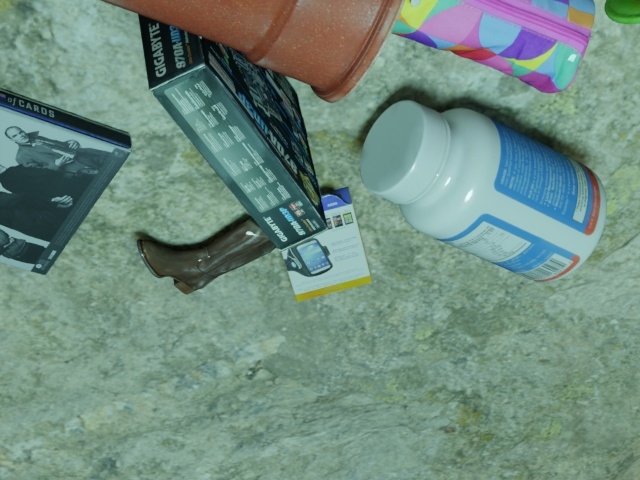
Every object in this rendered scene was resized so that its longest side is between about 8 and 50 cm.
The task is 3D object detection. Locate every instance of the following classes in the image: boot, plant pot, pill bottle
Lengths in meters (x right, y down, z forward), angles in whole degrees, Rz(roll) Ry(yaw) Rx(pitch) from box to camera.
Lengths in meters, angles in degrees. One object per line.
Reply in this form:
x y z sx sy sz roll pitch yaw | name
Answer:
-0.107 0.003 1.483 0.114 0.037 0.106 -26 149 17 | boot
-0.082 -0.259 1.068 0.265 0.272 0.272 13 132 -16 | plant pot
0.150 -0.050 1.430 0.221 0.124 0.124 23 126 -33 | pill bottle

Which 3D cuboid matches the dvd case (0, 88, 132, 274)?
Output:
-0.315 -0.063 1.367 0.238 0.030 0.179 19 128 -30 | dvd case

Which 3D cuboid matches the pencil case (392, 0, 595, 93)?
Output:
0.121 -0.198 1.279 0.236 0.104 0.104 15 130 -31 | pencil case

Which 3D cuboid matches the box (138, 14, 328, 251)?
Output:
-0.073 -0.122 1.260 0.051 0.175 0.220 -25 137 13 | box

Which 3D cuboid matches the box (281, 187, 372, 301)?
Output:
0.000 0.000 1.516 0.081 0.028 0.136 -14 135 1 | box

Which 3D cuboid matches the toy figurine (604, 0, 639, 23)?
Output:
0.299 -0.272 1.268 0.173 0.130 0.159 -6 128 28 | toy figurine
